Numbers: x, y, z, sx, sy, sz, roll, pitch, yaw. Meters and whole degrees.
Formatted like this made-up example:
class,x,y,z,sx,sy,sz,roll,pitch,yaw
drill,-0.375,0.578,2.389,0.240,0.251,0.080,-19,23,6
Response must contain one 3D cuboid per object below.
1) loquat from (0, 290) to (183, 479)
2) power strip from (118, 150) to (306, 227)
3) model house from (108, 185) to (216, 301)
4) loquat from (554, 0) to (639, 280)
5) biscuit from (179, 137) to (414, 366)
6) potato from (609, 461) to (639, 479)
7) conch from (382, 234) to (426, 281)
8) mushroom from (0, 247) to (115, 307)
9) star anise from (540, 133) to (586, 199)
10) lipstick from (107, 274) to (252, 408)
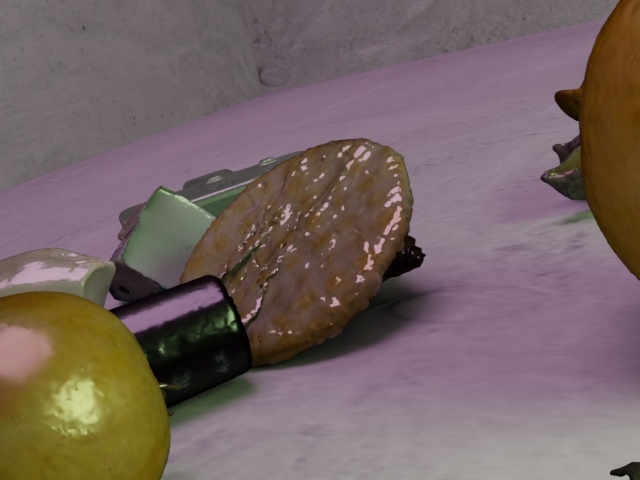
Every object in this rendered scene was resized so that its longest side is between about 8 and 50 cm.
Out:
class,x,y,z,sx,sy,sz,roll,pitch,yaw
loquat,-0.149,0.095,0.551,0.163,0.137,0.163,-26,-5,-2
power strip,-0.130,-0.055,1.390,0.265,0.059,0.193,-19,13,-11
model house,-0.164,0.019,1.076,0.100,0.087,0.101,-38,23,54
loquat,0.235,-0.063,0.541,0.244,0.244,0.244,-16,12,3
biscuit,-0.023,0.006,0.811,0.220,0.033,0.220,-26,39,23
potato,0.153,0.101,0.265,0.200,0.081,0.164,-29,25,-36
conch,0.002,0.006,0.888,0.232,0.080,0.086,-10,23,43
mushroom,-0.284,0.069,0.973,0.212,0.088,0.097,-25,46,-12
star anise,0.305,-0.084,0.911,0.212,0.073,0.197,-1,23,43
lipstick,-0.189,0.105,0.692,0.299,0.081,0.081,-21,13,-15
